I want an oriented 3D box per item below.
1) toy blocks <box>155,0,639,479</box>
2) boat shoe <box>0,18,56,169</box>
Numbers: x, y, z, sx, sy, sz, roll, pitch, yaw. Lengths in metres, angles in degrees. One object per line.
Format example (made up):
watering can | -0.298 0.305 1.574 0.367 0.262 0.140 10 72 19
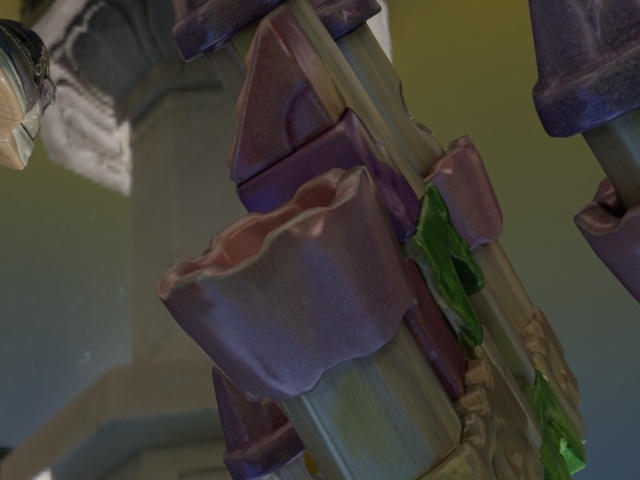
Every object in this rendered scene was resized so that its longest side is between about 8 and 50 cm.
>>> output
toy blocks | 0.000 0.000 0.471 0.309 0.288 0.260 -30 100 15
boat shoe | -0.265 -0.137 1.100 0.103 0.092 0.285 22 166 0
